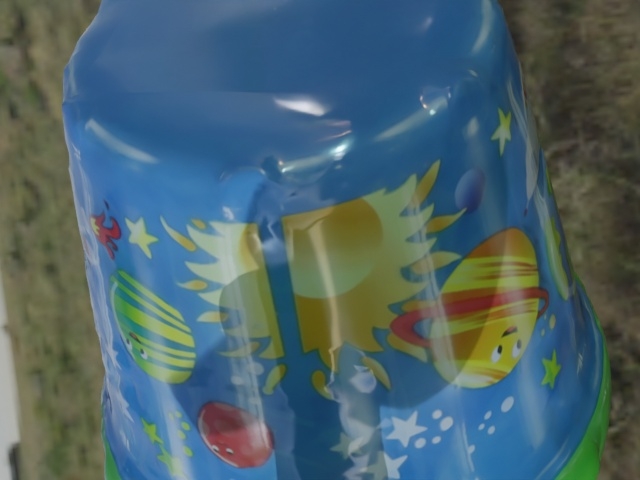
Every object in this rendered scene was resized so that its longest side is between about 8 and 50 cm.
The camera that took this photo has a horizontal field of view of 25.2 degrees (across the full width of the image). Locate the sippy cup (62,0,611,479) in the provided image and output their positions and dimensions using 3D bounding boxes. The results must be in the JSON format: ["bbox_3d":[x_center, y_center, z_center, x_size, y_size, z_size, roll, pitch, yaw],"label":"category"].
[{"bbox_3d":[0.000,0.000,0.589,0.305,0.240,0.224,47,158,42],"label":"sippy cup"}]
